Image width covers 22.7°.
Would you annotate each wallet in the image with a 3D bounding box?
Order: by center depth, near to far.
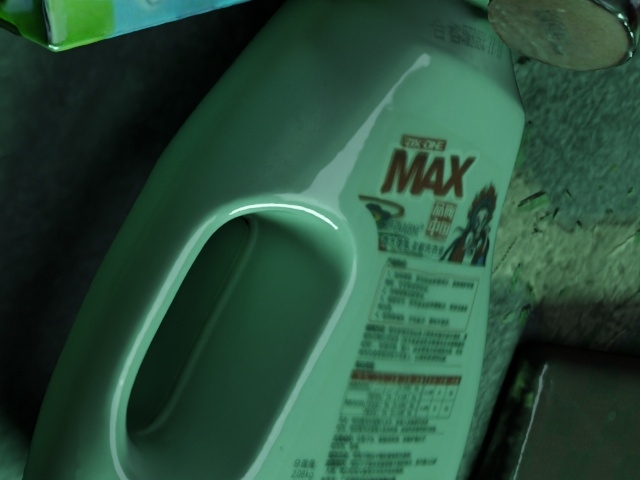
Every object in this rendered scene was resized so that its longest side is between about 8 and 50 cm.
[{"bbox_3d":[0.192,0.163,1.128,0.229,0.049,0.182,11,103,-44],"label":"wallet"}]

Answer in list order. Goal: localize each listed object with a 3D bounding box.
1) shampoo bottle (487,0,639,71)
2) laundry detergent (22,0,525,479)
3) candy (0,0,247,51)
[{"bbox_3d":[0.164,-0.239,0.796,0.129,0.084,0.323,51,53,-52],"label":"shampoo bottle"},{"bbox_3d":[0.000,0.000,0.807,0.264,0.125,0.397,9,103,-45],"label":"laundry detergent"},{"bbox_3d":[-0.063,-0.140,0.692,0.194,0.097,0.062,-22,125,-35],"label":"candy"}]
